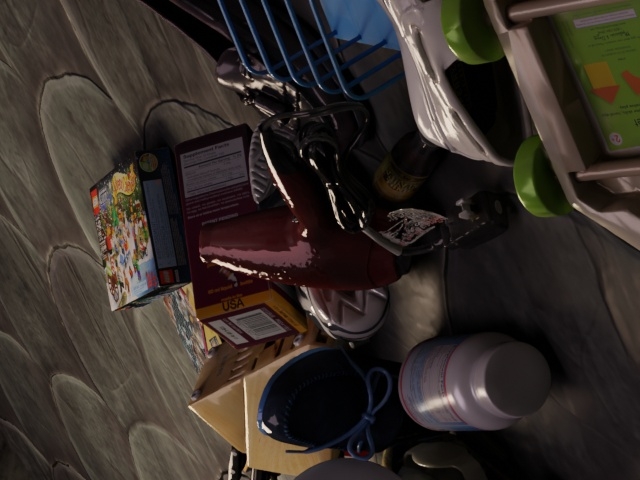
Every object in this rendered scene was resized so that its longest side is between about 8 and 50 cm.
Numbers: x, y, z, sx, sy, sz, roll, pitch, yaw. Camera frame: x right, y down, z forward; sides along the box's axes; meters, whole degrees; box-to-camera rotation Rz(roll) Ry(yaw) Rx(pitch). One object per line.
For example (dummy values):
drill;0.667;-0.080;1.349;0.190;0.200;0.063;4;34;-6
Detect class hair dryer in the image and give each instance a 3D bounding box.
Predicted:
hair dryer;-0.002;-0.036;1.566;0.223;0.080;0.293;32;142;-24

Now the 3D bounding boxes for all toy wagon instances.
toy wagon;0.231;-0.069;1.122;0.267;0.068;0.344;-4;121;45

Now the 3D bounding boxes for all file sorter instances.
file sorter;0.005;-0.188;1.476;0.170;0.104;0.118;20;138;56

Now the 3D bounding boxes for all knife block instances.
knife block;-0.007;0.195;1.973;0.242;0.088;0.275;42;131;-22

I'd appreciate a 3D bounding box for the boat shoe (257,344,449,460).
boat shoe;0.046;0.149;1.730;0.089;0.258;0.109;23;107;34

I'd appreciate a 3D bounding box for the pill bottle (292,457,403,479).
pill bottle;0.024;0.320;1.783;0.146;0.146;0.264;49;161;20

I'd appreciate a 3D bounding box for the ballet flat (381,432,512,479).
ballet flat;0.167;0.267;1.740;0.348;0.123;0.123;28;144;54

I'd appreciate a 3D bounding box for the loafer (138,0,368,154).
loafer;-0.081;-0.175;1.683;0.302;0.095;0.109;49;157;21

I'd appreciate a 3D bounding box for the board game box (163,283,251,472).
board game box;-0.112;0.138;2.185;0.243;0.042;0.165;63;160;17

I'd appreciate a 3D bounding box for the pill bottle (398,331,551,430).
pill bottle;0.138;0.126;1.637;0.087;0.087;0.160;60;158;-7

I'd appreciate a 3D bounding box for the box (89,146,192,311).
box;-0.216;-0.009;2.190;0.233;0.044;0.159;154;105;-68

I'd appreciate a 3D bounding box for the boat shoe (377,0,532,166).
boat shoe;0.097;-0.161;1.333;0.088;0.096;0.267;30;146;43

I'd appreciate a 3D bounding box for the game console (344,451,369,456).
game console;0.004;0.162;2.068;0.124;0.085;0.144;3;130;26

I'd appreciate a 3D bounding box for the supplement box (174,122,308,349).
supplement box;-0.078;-0.003;1.785;0.104;0.080;0.188;46;-149;-62

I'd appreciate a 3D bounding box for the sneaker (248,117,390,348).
sneaker;0.000;0.000;1.748;0.235;0.094;0.153;60;171;20

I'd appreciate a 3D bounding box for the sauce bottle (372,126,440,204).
sauce bottle;0.077;-0.069;1.566;0.042;0.042;0.128;54;159;9
